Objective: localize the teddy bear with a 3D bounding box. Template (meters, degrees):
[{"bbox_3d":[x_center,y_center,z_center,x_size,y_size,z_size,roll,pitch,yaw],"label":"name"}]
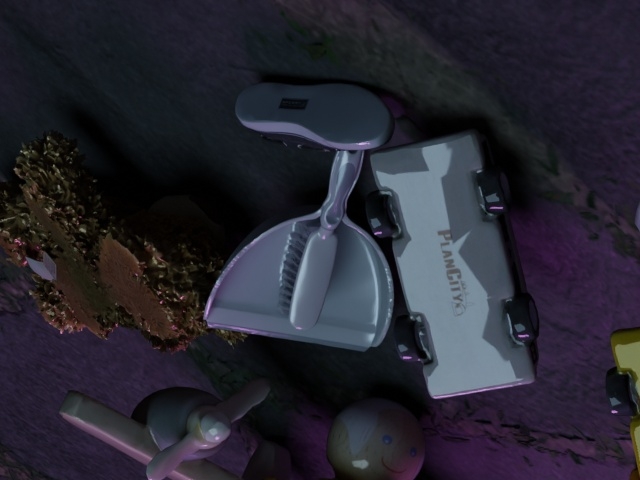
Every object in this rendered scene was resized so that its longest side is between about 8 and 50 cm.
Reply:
[{"bbox_3d":[-0.179,0.007,1.637,0.245,0.113,0.338,51,155,-7],"label":"teddy bear"}]

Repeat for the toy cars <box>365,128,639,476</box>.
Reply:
[{"bbox_3d":[0.183,0.073,1.330,0.394,0.087,0.176,38,111,4],"label":"toy cars"}]

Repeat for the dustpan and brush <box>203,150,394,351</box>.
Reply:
[{"bbox_3d":[0.000,0.000,1.443,0.147,0.060,0.211,9,115,-11],"label":"dustpan and brush"}]

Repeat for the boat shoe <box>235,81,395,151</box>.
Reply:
[{"bbox_3d":[0.001,-0.087,1.366,0.142,0.049,0.040,13,159,38],"label":"boat shoe"}]

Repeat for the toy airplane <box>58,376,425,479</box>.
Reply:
[{"bbox_3d":[-0.005,0.251,1.650,0.384,0.272,0.386,36,-173,25],"label":"toy airplane"}]

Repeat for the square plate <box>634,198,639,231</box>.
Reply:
[{"bbox_3d":[0.337,0.015,0.990,0.344,0.049,0.347,24,165,11],"label":"square plate"}]

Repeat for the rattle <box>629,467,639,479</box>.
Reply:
[{"bbox_3d":[0.343,0.265,1.474,0.200,0.142,0.130,4,169,23],"label":"rattle"}]
